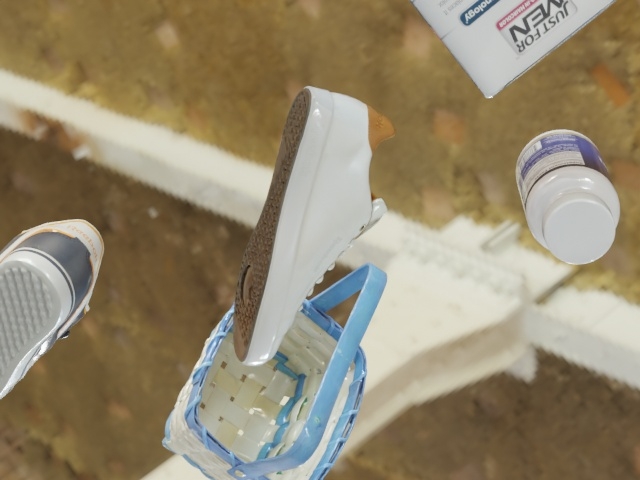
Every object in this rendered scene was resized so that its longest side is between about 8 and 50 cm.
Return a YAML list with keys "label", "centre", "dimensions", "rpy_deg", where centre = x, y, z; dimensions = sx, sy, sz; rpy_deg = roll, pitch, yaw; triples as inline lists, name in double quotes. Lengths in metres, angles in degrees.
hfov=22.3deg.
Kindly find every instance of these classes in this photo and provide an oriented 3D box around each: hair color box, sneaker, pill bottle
- label: "hair color box"
  centre: [0.125, -0.325, 1.519]
  dimensions: [0.174, 0.105, 0.347]
  rpy_deg: [-38, -90, 24]
- label: "sneaker"
  centre: [0.000, 0.000, 1.618]
  dimensions: [0.106, 0.123, 0.290]
  rpy_deg: [-129, -124, -65]
- label: "pill bottle"
  centre: [0.252, -0.042, 1.643]
  dimensions: [0.094, 0.169, 0.094]
  rpy_deg: [0, -66, 1]
- label: "sneaker"
  centre: [-0.343, 0.085, 1.777]
  dimensions: [0.321, 0.127, 0.126]
  rpy_deg: [-33, -79, 39]

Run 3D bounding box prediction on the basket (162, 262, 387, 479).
- label: "basket"
  centre: [-0.040, 0.164, 1.871]
  dimensions: [0.201, 0.255, 0.289]
  rpy_deg: [34, -29, -12]
